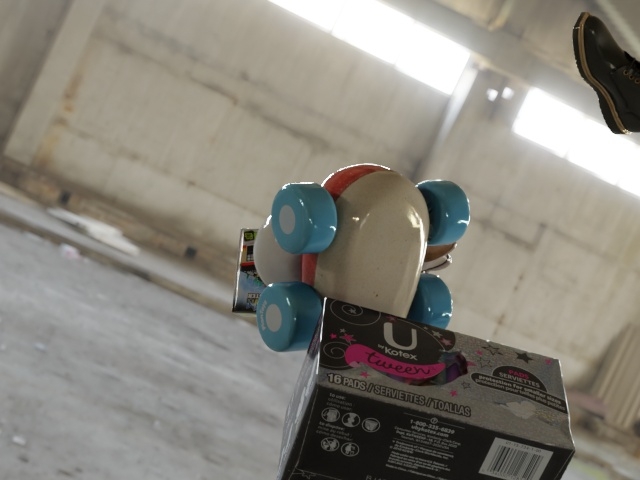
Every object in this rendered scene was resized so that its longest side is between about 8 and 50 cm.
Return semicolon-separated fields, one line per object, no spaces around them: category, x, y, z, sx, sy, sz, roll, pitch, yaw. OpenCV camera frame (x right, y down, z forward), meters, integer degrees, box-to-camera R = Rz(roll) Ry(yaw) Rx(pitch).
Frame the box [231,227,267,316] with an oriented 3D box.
box;-0.006;0.045;1.563;0.207;0.114;0.036;1;-13;16

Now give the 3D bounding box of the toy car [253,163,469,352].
toy car;0.000;0.000;1.358;0.219;0.210;0.238;-3;20;-36

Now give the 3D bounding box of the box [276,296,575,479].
box;0.097;0.180;1.183;0.247;0.163;0.142;15;32;-6

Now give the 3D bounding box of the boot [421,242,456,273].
boot;0.147;0.018;1.611;0.118;0.042;0.087;-8;-18;37

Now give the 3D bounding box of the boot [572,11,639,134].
boot;0.427;-0.224;1.616;0.137;0.077;0.198;4;-36;44
